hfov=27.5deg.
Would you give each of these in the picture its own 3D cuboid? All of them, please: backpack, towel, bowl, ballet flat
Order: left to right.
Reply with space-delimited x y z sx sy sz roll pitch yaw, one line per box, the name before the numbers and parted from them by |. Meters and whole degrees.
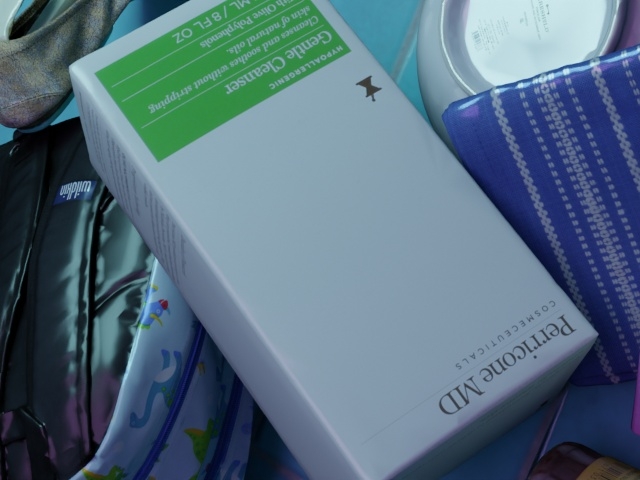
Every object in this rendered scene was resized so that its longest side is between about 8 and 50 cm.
ballet flat | -0.214 -0.234 1.169 0.107 0.106 0.316 -11 40 36
backpack | -0.177 0.082 1.108 0.290 0.273 0.355 -15 43 29
bowl | 0.180 -0.151 0.955 0.298 0.134 0.298 -6 79 34
towel | 0.267 -0.029 0.855 0.336 0.040 0.243 -14 113 32

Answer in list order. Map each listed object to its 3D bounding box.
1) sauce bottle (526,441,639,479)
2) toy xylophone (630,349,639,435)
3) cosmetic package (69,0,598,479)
sauce bottle | 0.282 0.245 0.835 0.344 0.111 0.111 24 97 37
toy xylophone | 0.342 0.094 0.785 0.322 0.081 0.236 21 114 26
cosmetic package | 0.000 0.000 0.940 0.197 0.155 0.365 -33 71 -17
